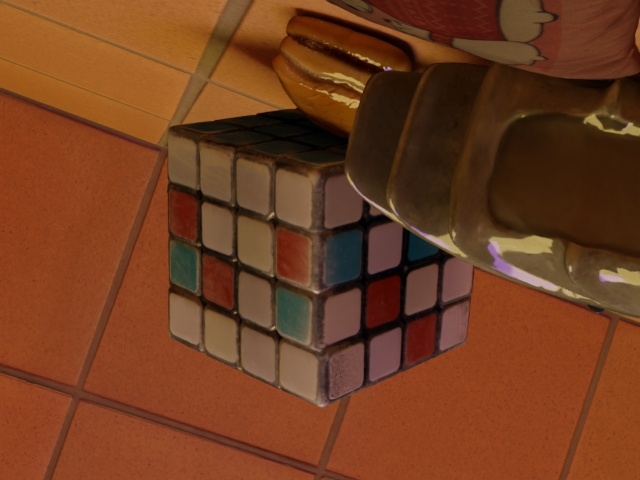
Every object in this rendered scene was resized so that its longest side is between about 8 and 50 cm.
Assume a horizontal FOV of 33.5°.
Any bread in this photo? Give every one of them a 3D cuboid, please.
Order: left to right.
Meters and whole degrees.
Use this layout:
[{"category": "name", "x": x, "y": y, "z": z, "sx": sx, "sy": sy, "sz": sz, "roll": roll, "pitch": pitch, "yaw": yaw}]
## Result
[{"category": "bread", "x": 0.025, "y": -0.144, "z": 0.989, "sx": 0.116, "sy": 0.077, "sz": 0.200, "roll": 27, "pitch": 178, "yaw": 10}]

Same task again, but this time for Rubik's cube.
[{"category": "Rubik's cube", "x": 0.001, "y": -0.001, "z": 1.176, "sx": 0.256, "sy": 0.253, "sz": 0.259, "roll": -15, "pitch": -157, "yaw": -42}]

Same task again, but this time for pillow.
[{"category": "pillow", "x": 0.060, "y": -0.146, "z": 0.518, "sx": 0.223, "sy": 0.084, "sz": 0.236, "roll": 17, "pitch": 179, "yaw": 15}]

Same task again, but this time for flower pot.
[{"category": "flower pot", "x": 0.197, "y": -0.038, "z": 0.830, "sx": 0.368, "sy": 0.164, "sz": 0.254, "roll": 15, "pitch": -179, "yaw": 18}]

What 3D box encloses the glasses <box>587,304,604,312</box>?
[{"category": "glasses", "x": 0.412, "y": 0.041, "z": 1.449, "sx": 0.268, "sy": 0.118, "sz": 0.234, "roll": 22, "pitch": 178, "yaw": -41}]
